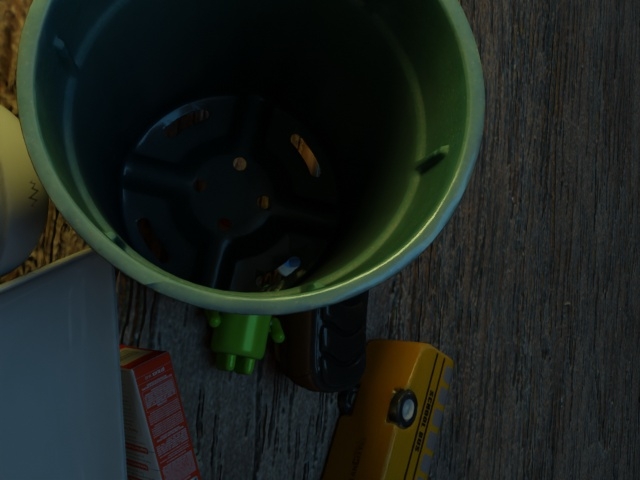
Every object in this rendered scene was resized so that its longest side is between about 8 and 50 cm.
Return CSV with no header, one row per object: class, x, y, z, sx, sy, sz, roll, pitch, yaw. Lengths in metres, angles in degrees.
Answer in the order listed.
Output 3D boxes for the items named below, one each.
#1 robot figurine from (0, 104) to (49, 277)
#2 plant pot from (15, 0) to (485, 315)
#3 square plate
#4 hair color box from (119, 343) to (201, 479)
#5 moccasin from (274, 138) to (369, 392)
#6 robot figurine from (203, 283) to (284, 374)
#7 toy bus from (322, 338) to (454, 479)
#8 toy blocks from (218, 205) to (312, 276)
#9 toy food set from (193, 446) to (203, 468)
robot figurine,-0.356,-0.033,0.644,0.278,0.209,0.174,-13,63,-46
plant pot,-0.072,-0.082,0.754,0.341,0.334,0.341,2,78,-10
square plate,-0.320,0.201,0.704,0.347,0.049,0.344,-25,128,-45
hair color box,-0.188,0.200,0.879,0.053,0.093,0.167,-22,107,-45
moccasin,0.002,0.000,1.065,0.139,0.147,0.380,-5,99,-39
robot figurine,-0.095,0.103,1.000,0.101,0.067,0.115,16,77,-23
toy bus,0.086,0.307,1.169,0.130,0.108,0.333,37,63,-43
toy blocks,-0.076,-0.007,0.962,0.123,0.148,0.054,54,52,-33
toy food set,-0.141,0.357,0.967,0.132,0.038,0.192,-39,117,-41
